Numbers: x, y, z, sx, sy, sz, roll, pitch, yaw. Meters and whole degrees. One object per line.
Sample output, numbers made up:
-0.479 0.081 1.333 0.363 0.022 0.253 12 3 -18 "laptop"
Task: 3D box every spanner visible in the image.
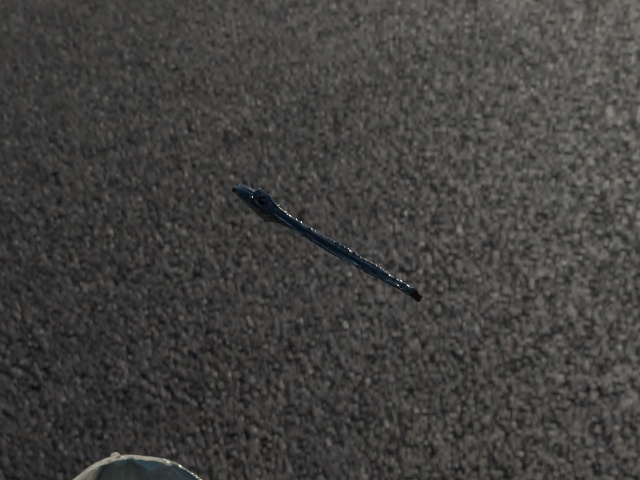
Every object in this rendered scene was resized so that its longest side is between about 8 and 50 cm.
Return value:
0.000 0.000 1.474 0.325 0.093 0.026 31 82 29 "spanner"

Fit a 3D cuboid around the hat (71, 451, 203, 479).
-0.208 0.365 1.204 0.219 0.226 0.164 -1 30 -25 "hat"
